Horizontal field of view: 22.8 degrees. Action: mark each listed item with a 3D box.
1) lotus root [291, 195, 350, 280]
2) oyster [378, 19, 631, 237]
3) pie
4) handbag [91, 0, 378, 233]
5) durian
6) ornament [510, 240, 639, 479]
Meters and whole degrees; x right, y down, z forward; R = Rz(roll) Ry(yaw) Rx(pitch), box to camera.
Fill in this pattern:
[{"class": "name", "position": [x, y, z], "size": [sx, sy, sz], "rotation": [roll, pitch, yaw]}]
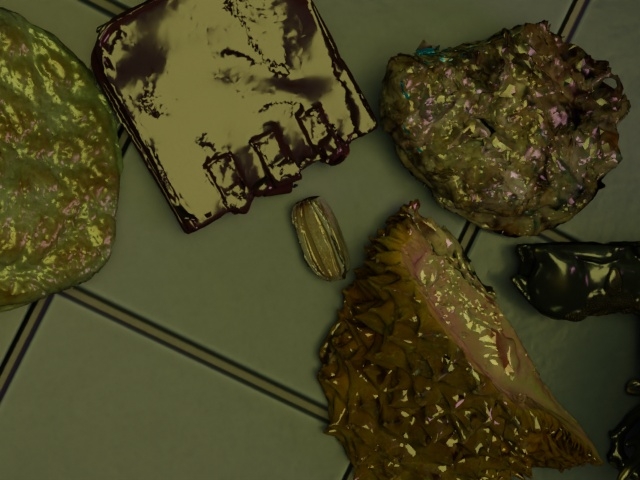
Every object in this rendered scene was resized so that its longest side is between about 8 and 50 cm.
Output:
[{"class": "lotus root", "position": [0.001, 0.000, 1.478], "size": [0.037, 0.030, 0.083], "rotation": [-21, 91, 22]}, {"class": "oyster", "position": [0.171, -0.113, 1.477], "size": [0.259, 0.092, 0.198], "rotation": [26, 85, -13]}, {"class": "pie", "position": [-0.303, -0.073, 1.391], "size": [0.257, 0.105, 0.274], "rotation": [-21, 94, -18]}, {"class": "handbag", "position": [-0.080, -0.136, 1.442], "size": [0.203, 0.074, 0.216], "rotation": [-31, 97, -8]}, {"class": "durian", "position": [0.098, 0.149, 1.467], "size": [0.195, 0.185, 0.305], "rotation": [-33, 105, 15]}, {"class": "ornament", "position": [0.276, 0.119, 1.500], "size": [0.202, 0.080, 0.236], "rotation": [0, 91, -14]}]
